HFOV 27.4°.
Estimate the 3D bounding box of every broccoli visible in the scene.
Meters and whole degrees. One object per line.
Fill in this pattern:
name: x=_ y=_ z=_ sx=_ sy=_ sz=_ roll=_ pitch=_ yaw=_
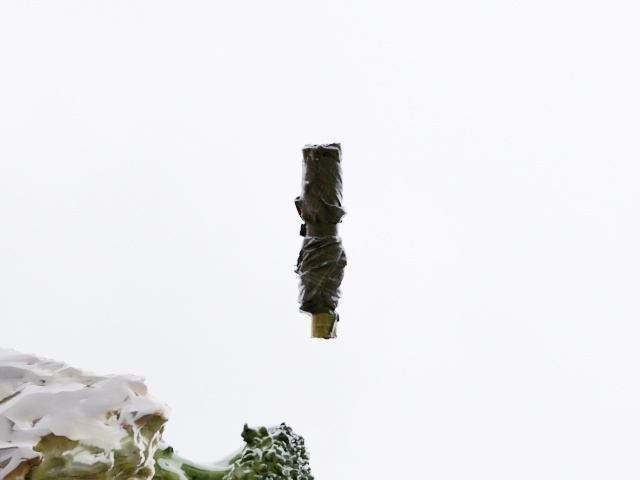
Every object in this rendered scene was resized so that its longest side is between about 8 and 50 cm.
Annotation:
broccoli: x=-0.087 y=0.212 z=1.021 sx=0.160 sy=0.154 sz=0.167 roll=41 pitch=-50 yaw=19

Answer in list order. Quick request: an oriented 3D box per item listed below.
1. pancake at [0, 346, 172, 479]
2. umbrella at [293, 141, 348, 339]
pancake: x=-0.170 y=0.093 z=0.352 sx=0.266 sy=0.244 sz=0.057 roll=-10 pitch=-58 yaw=3
umbrella: x=0.000 y=0.000 z=0.951 sx=0.040 sy=0.037 sz=0.144 roll=-5 pitch=-96 yaw=55
